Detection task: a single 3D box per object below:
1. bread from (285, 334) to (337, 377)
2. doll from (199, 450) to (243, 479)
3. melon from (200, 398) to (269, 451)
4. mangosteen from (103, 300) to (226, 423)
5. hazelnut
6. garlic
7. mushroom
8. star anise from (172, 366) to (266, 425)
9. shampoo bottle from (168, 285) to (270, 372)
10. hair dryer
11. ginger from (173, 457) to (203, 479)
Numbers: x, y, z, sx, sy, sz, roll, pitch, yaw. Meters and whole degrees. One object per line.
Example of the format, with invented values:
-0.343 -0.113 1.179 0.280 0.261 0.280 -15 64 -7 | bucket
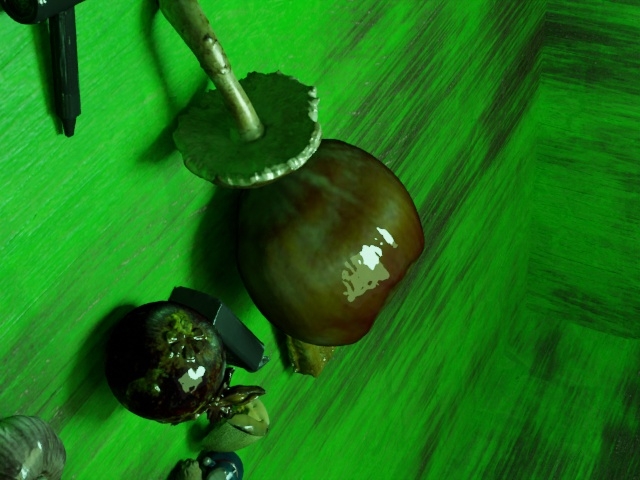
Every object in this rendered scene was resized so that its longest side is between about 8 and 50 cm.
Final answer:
-0.035 0.177 2.176 0.139 0.077 0.271 -55 149 -29 | bread
-0.188 0.444 1.966 0.085 0.114 0.152 -37 -172 -3 | doll
-0.161 0.362 1.960 0.128 0.079 0.160 -40 -177 16 | melon
-0.251 0.202 1.619 0.192 0.192 0.217 -49 178 -44 | mangosteen
0.004 0.006 1.859 0.366 0.366 0.365 -45 144 -48 | hazelnut
-0.407 0.314 1.405 0.147 0.102 0.159 -42 142 -52 | garlic
-0.152 -0.201 1.526 0.302 0.233 0.208 29 110 -42 | mushroom
-0.194 0.278 1.908 0.144 0.158 0.140 -120 -128 -76 | star anise
-0.171 0.175 1.845 0.309 0.098 0.071 59 47 -60 | shampoo bottle
-0.328 -0.232 1.287 0.128 0.070 0.255 -44 147 -48 | hair dryer
-0.282 0.519 1.839 0.290 0.084 0.122 -60 147 -29 | ginger
